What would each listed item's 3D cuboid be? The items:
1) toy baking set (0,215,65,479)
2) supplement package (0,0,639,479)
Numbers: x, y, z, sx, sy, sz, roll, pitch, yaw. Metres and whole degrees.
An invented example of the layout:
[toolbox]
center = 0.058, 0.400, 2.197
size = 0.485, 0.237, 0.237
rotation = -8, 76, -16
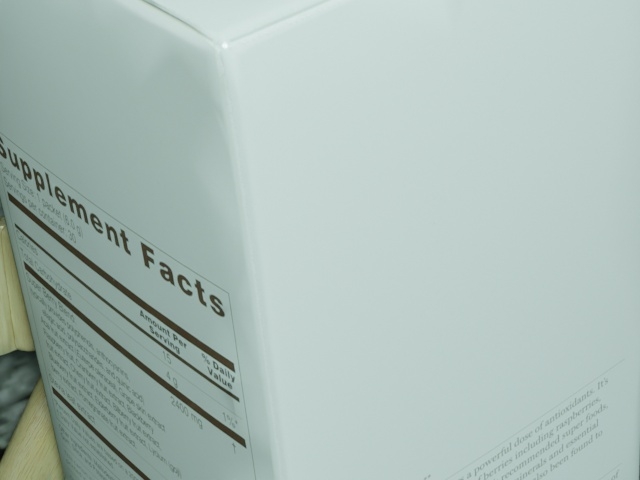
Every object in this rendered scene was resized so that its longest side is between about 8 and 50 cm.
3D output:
[toy baking set]
center = -0.195, 0.093, 0.642
size = 0.196, 0.030, 0.256
rotation = 12, 111, -31
[supplement package]
center = 0.000, 0.000, 0.581
size = 0.177, 0.175, 0.293
rotation = -27, 129, -29
